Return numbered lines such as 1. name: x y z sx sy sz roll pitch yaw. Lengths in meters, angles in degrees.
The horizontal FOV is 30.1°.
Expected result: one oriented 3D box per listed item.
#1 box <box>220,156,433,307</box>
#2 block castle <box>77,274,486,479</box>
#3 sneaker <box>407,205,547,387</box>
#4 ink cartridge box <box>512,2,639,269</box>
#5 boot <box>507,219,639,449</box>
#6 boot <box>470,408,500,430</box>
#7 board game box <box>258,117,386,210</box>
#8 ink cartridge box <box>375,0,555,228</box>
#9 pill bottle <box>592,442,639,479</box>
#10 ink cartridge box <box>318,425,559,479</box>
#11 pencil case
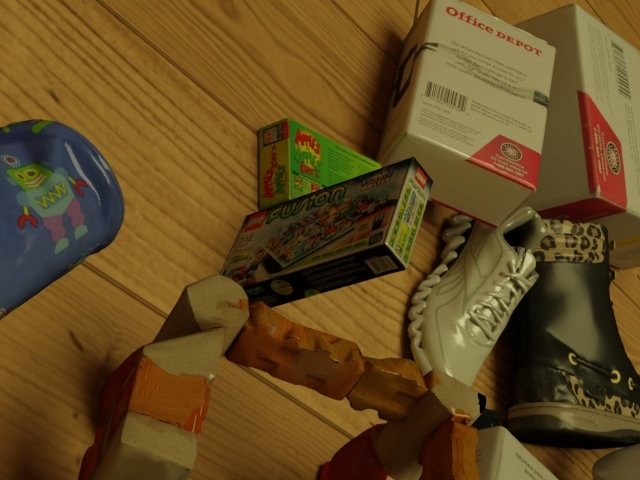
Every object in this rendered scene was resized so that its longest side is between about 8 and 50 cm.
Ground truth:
1. box: 0.000 0.000 1.104 0.036 0.207 0.114 49 42 -29
2. block castle: -0.043 0.271 0.852 0.303 0.213 0.453 22 39 -16
3. sneaker: 0.188 0.062 1.399 0.110 0.118 0.292 51 43 -29
4. ink cartridge box: 0.405 -0.133 1.720 0.385 0.160 0.279 18 63 -48
5. boot: 0.369 0.133 1.589 0.377 0.138 0.284 11 70 -43
6. boot: 0.171 0.242 1.367 0.121 0.045 0.099 17 69 -46
7. board game box: 0.010 -0.056 1.276 0.181 0.043 0.092 22 59 -47
8. ink cartridge box: 0.176 -0.158 1.431 0.172 0.100 0.237 23 54 -11
9. pill bottle: 0.451 0.460 1.442 0.229 0.229 0.407 -19 99 -54
10. ink cartridge box: 0.082 0.339 1.057 0.131 0.226 0.306 44 46 -31
11. pencil case: -0.272 0.010 0.823 0.133 0.119 0.306 58 38 -6
